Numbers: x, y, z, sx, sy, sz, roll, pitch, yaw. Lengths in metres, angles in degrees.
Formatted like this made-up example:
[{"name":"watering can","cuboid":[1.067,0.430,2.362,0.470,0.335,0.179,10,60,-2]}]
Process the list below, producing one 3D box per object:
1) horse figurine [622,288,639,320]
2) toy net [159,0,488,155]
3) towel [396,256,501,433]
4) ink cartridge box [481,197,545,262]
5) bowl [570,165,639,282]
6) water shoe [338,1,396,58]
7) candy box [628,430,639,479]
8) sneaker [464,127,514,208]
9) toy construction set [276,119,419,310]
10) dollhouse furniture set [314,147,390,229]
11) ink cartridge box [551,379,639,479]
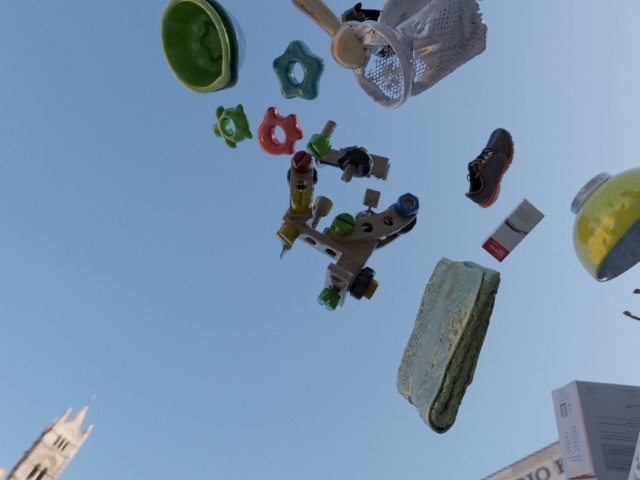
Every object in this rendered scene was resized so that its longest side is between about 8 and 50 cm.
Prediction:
[{"name":"horse figurine","cuboid":[0.796,0.121,0.961,0.174,0.066,0.263,30,-69,11]},{"name":"toy net","cuboid":[-0.010,-0.113,0.307,0.232,0.045,0.122,9,-61,31]},{"name":"towel","cuboid":[0.112,0.088,0.413,0.027,0.110,0.148,19,-91,-9]},{"name":"ink cartridge box","cuboid":[0.469,-0.027,1.092,0.063,0.109,0.150,42,-72,12]},{"name":"bowl","cuboid":[0.660,-0.062,0.987,0.289,0.156,0.289,-21,-41,-20]},{"name":"water shoe","cuboid":[0.134,-0.478,1.025,0.080,0.203,0.073,-18,-102,49]},{"name":"candy box","cuboid":[0.349,0.198,0.374,0.087,0.183,0.316,6,-72,19]},{"name":"sneaker","cuboid":[0.311,-0.143,0.834,0.065,0.061,0.158,18,-97,-20]},{"name":"toy construction set","cuboid":[0.000,0.000,0.803,0.257,0.237,0.309,33,-23,-16]},{"name":"dollhouse furniture set","cuboid":[0.054,-0.083,1.197,0.198,0.286,0.303,15,-83,9]},{"name":"ink cartridge box","cuboid":[0.723,0.478,1.006,0.309,0.272,0.130,6,-31,2]}]
